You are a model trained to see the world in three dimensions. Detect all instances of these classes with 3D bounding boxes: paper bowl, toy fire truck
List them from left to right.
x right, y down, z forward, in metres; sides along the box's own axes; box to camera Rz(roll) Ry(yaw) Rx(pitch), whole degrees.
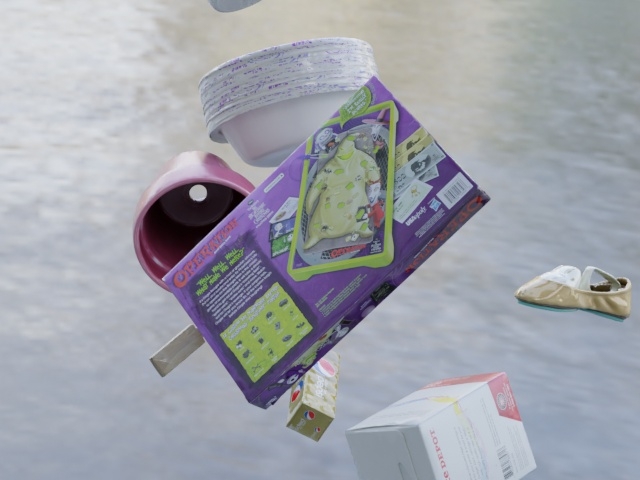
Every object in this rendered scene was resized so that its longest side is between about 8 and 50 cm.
[{"bbox_3d":[-0.151,0.191,2.299,0.246,0.217,0.158,-31,-8,14],"label":"toy fire truck"},{"bbox_3d":[-0.040,-0.207,2.043,0.284,0.148,0.284,-12,-7,-2],"label":"paper bowl"}]

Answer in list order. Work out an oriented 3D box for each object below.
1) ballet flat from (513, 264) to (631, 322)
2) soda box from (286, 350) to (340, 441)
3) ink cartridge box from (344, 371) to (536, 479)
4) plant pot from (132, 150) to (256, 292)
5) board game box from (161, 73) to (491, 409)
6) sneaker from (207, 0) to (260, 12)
[{"bbox_3d":[0.368,0.070,1.885,0.232,0.073,0.080,10,5,-41],"label":"ballet flat"},{"bbox_3d":[-0.010,0.245,2.129,0.061,0.058,0.181,28,28,-11],"label":"soda box"},{"bbox_3d":[0.142,0.249,1.543,0.127,0.128,0.176,-14,5,46],"label":"ink cartridge box"},{"bbox_3d":[-0.182,-0.041,1.941,0.201,0.201,0.180,2,27,-11],"label":"plant pot"},{"bbox_3d":[0.000,0.000,1.469,0.208,0.347,0.056,51,9,28],"label":"board game box"},{"bbox_3d":[-0.081,-0.391,1.664,0.217,0.079,0.121,-39,65,-7],"label":"sneaker"}]
